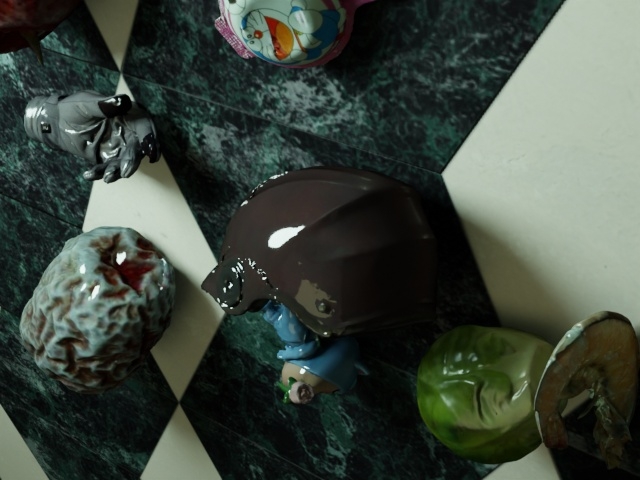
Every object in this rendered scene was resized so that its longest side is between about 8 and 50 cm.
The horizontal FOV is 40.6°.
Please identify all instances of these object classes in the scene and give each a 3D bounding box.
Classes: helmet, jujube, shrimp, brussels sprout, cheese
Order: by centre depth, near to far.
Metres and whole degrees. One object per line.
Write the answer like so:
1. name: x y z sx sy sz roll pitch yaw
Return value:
1. cheese: -0.012 -0.256 0.904 0.244 0.062 0.155 -19 127 35
2. shrimp: 0.295 0.183 0.951 0.052 0.143 0.251 37 153 55
3. helmet: 0.000 0.000 0.999 0.305 0.225 0.177 12 102 36
4. brussels sprout: 0.202 0.182 1.017 0.180 0.144 0.162 -6 78 48
5. jujube: -0.355 0.116 1.390 0.226 0.226 0.317 47 134 1

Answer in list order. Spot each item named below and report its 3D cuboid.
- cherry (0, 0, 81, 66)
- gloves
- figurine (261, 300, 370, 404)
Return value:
1. cherry: -0.402 -0.360 1.059 0.230 0.203 0.300 -12 111 49
2. gloves: -0.316 -0.156 1.216 0.285 0.119 0.142 30 138 41
3. figurine: -0.027 0.153 1.170 0.114 0.144 0.178 -8 127 50
